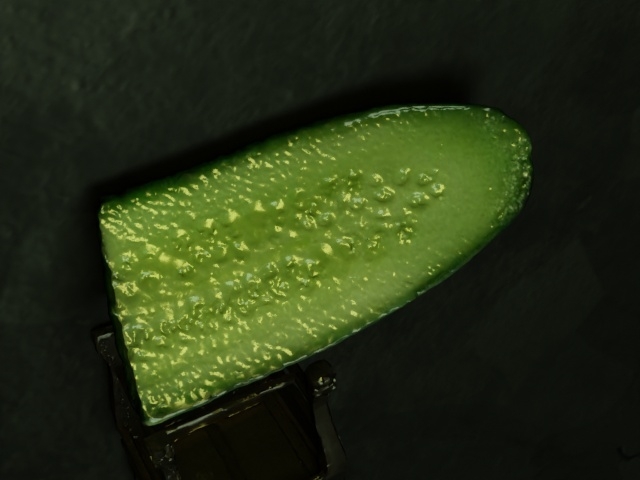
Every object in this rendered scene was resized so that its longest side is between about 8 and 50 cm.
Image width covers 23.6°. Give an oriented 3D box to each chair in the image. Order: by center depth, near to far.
[{"bbox_3d":[-0.051,0.135,0.877,0.106,0.113,0.229,-22,135,-14],"label":"chair"}]

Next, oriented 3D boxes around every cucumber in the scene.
[{"bbox_3d":[0.000,0.000,0.794,0.244,0.115,0.063,-20,176,-15],"label":"cucumber"}]
